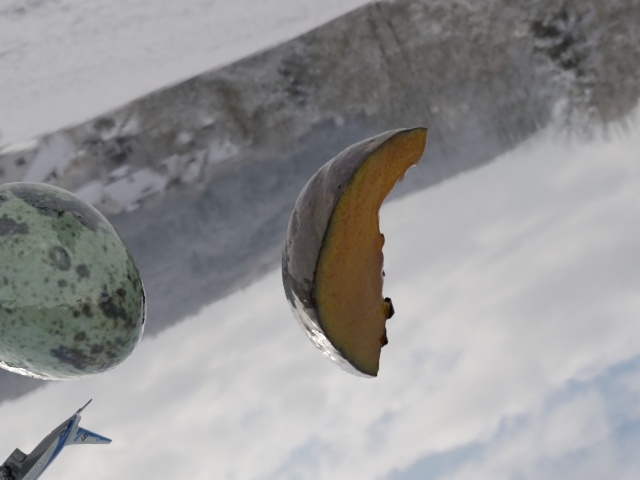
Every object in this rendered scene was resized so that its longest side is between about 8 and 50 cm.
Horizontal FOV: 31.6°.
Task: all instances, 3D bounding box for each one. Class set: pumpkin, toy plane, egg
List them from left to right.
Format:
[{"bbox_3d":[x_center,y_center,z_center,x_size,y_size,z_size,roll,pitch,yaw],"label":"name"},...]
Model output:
[{"bbox_3d":[-0.318,0.253,1.202,0.226,0.058,0.226,-38,-173,17],"label":"toy plane"},{"bbox_3d":[-0.196,0.032,0.804,0.132,0.172,0.132,-43,154,-28],"label":"egg"},{"bbox_3d":[0.000,0.000,1.320,0.148,0.312,0.169,4,-167,-45],"label":"pumpkin"}]
